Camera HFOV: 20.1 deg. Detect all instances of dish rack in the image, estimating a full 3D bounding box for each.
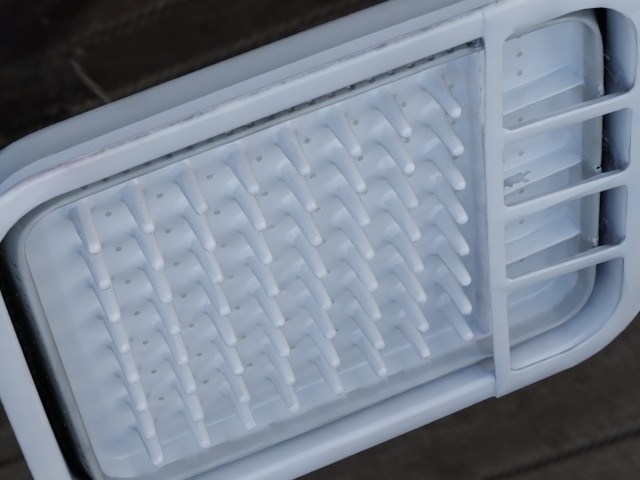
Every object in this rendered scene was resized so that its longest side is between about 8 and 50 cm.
[{"bbox_3d":[0.000,0.000,0.862,0.332,0.285,0.072,-22,52,-11],"label":"dish rack"}]
